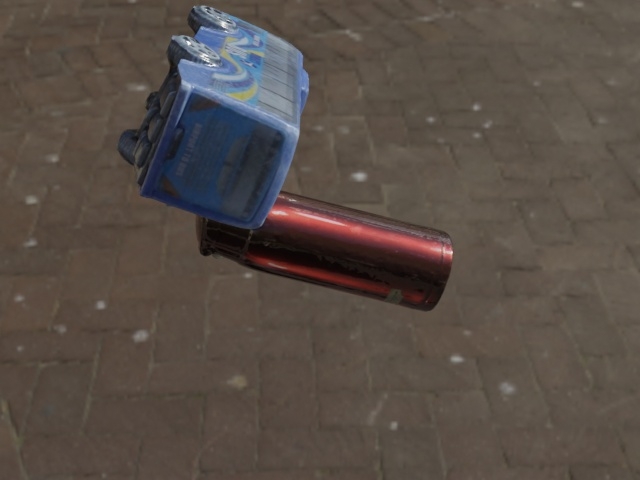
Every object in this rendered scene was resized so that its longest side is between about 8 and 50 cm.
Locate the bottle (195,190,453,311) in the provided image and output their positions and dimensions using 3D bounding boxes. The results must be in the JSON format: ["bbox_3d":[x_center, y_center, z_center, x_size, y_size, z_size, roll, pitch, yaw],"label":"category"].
[{"bbox_3d":[0.000,0.000,0.705,0.164,0.060,0.060,14,28,-13],"label":"bottle"}]

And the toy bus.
[{"bbox_3d":[-0.058,-0.080,0.668,0.094,0.079,0.236,28,18,-10],"label":"toy bus"}]

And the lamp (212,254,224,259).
[{"bbox_3d":[-0.013,-0.006,1.093,0.198,0.056,0.050,4,21,-27],"label":"lamp"}]
